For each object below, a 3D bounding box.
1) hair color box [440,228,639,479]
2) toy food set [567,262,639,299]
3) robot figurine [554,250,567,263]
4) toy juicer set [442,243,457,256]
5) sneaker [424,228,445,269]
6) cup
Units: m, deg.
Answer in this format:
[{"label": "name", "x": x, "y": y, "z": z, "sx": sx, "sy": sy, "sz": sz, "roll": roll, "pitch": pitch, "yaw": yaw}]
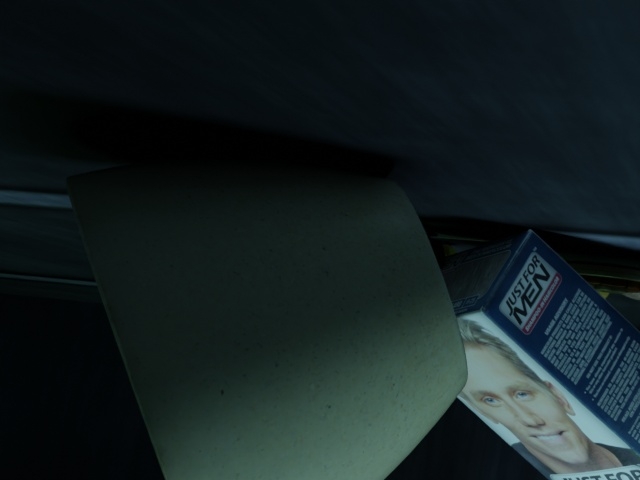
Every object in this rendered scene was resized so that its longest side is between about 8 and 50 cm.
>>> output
[{"label": "hair color box", "x": 0.248, "y": 0.151, "z": 1.762, "sx": 0.347, "sy": 0.105, "sz": 0.174, "roll": 42, "pitch": 153, "yaw": -15}, {"label": "toy food set", "x": 0.301, "y": 0.050, "z": 1.974, "sx": 0.192, "sy": 0.039, "sz": 0.132, "roll": 6, "pitch": 175, "yaw": 2}, {"label": "robot figurine", "x": 0.200, "y": 0.040, "z": 1.829, "sx": 0.115, "sy": 0.067, "sz": 0.101, "roll": 0, "pitch": 144, "yaw": 51}, {"label": "toy juicer set", "x": 0.066, "y": 0.034, "z": 1.961, "sx": 0.209, "sy": 0.090, "sz": 0.329, "roll": -20, "pitch": 169, "yaw": 30}, {"label": "sneaker", "x": 0.081, "y": 0.007, "z": 1.744, "sx": 0.089, "sy": 0.051, "sz": 0.170, "roll": 8, "pitch": 179, "yaw": -14}, {"label": "cup", "x": -0.027, "y": 0.071, "z": 1.400, "sx": 0.237, "sy": 0.331, "sz": 0.331, "roll": -19, "pitch": 177, "yaw": -6}]
